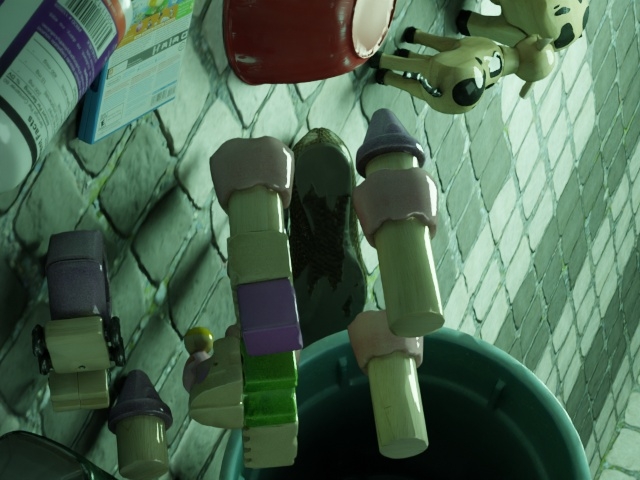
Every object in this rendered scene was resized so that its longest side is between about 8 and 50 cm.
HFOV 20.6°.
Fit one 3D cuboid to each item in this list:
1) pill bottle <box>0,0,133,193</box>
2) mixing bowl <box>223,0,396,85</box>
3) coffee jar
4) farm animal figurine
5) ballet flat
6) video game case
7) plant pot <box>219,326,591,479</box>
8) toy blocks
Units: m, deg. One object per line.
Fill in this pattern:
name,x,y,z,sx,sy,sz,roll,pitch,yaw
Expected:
pill bottle,-0.207,-0.096,1.079,0.193,0.108,0.108,-59,154,-28
mixing bowl,0.004,-0.208,1.498,0.181,0.098,0.181,-47,147,-45
coffee jar,-0.189,0.211,1.360,0.079,0.096,0.184,-64,156,-12
farm animal figurine,0.207,-0.268,1.826,0.327,0.172,0.330,23,85,-68
ballet flat,0.000,0.000,1.690,0.058,0.084,0.250,-103,-171,-56
video game case,-0.129,-0.162,1.300,0.119,0.015,0.166,-37,148,-54
plant pot,0.073,0.297,1.737,0.334,0.341,0.341,93,22,-66
toy blocks,-0.066,0.016,1.416,0.288,0.309,0.260,91,-8,-60
